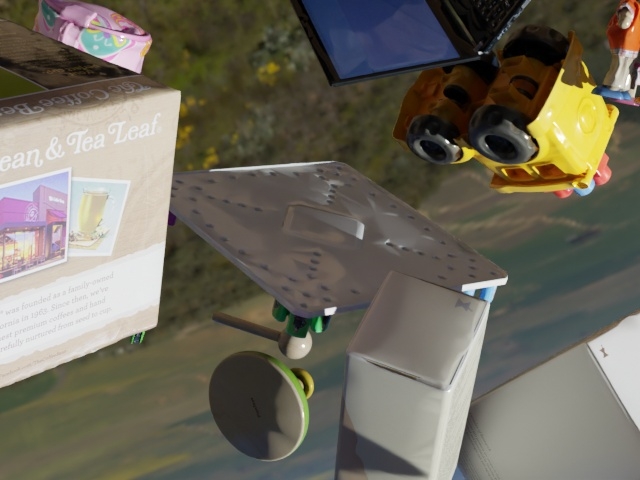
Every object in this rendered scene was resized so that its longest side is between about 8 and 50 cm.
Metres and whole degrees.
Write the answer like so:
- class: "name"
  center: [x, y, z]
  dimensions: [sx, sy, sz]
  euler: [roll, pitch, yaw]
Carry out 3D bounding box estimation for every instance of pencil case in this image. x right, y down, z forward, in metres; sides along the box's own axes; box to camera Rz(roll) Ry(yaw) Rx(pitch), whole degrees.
- class: "pencil case"
  center: [-0.268, -0.099, 1.283]
  dimensions: [0.124, 0.124, 0.284]
  euler: [0, 118, -61]

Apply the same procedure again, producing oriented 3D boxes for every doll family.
- class: "doll family"
  center: [0.378, -0.225, 1.404]
  dimensions: [0.118, 0.163, 0.263]
  euler: [13, -172, 15]

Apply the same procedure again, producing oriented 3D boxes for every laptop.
- class: "laptop"
  center: [0.103, -0.299, 1.307]
  dimensions: [0.137, 0.234, 0.264]
  euler: [18, 123, -34]

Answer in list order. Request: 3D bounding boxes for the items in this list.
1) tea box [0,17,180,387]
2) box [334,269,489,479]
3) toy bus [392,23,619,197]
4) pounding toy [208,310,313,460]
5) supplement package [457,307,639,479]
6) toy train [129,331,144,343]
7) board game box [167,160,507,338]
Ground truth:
- class: "tea box"
  center: [-0.340, -0.040, 0.999]
  dimensions: [0.329, 0.324, 0.220]
  euler: [-20, 126, -48]
- class: "box"
  center: [0.100, 0.199, 1.485]
  dimensions: [0.311, 0.121, 0.148]
  euler: [94, 21, -44]
- class: "toy bus"
  center: [0.227, -0.121, 1.471]
  dimensions: [0.220, 0.149, 0.211]
  euler: [-2, 144, 45]
- class: "pounding toy"
  center: [-0.075, 0.223, 2.058]
  dimensions: [0.183, 0.236, 0.110]
  euler: [13, -158, 29]
- class: "supplement package"
  center: [0.323, 0.226, 1.609]
  dimensions: [0.177, 0.175, 0.293]
  euler: [-21, 168, -41]
- class: "toy train"
  center: [-0.258, 0.128, 1.816]
  dimensions: [0.017, 0.023, 0.083]
  euler: [0, 166, -11]
- class: "board game box"
  center: [0.000, 0.000, 1.818]
  dimensions: [0.390, 0.390, 0.050]
  euler: [-7, 123, -40]
